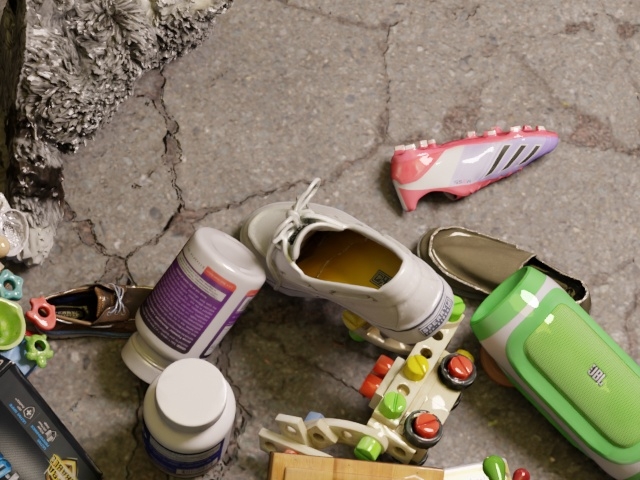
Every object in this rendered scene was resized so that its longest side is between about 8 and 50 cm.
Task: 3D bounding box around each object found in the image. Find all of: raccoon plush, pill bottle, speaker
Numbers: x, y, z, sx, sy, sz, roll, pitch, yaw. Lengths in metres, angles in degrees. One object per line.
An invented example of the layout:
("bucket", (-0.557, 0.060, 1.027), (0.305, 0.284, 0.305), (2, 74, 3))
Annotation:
("raccoon plush", (-0.276, -0.187, 2.014), (0.299, 0.216, 0.446), (3, 96, -22))
("pill bottle", (-0.163, 0.088, 1.861), (0.108, 0.108, 0.193), (41, 107, 10))
("pill bottle", (-0.160, 0.211, 1.804), (0.112, 0.187, 0.112), (3, 66, -7))
("speaker", (0.329, 0.173, 1.892), (0.296, 0.131, 0.131), (45, 68, -3))

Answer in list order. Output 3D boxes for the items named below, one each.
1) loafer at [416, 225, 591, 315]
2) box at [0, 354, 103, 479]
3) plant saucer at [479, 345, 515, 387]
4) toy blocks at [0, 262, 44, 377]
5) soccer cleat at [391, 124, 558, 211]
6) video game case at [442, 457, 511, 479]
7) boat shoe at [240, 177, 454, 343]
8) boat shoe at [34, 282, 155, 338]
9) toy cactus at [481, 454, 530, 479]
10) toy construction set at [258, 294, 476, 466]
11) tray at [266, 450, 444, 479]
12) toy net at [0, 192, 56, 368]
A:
("loafer", (0.252, 0.038, 1.991), (0.251, 0.087, 0.094), (20, 65, 1))
("box", (-0.377, 0.265, 1.748), (0.051, 0.220, 0.175), (17, 56, 46))
("plant saucer", (0.254, 0.154, 1.981), (0.083, 0.013, 0.083), (3, 67, -6))
("toy blocks", (-0.492, 0.100, 1.830), (0.381, 0.191, 0.261), (42, 58, 0))
("soccer cleat", (0.215, -0.104, 2.064), (0.248, 0.083, 0.095), (-10, 98, -17))
("video game case", (0.148, 0.390, 1.857), (0.227, 0.026, 0.206), (-9, 68, -10))
("boat shoe", (-0.004, 0.007, 1.838), (0.136, 0.156, 0.367), (-51, 41, -8))
("boat shoe", (-0.275, 0.089, 1.909), (0.183, 0.066, 0.066), (-10, 68, -12))
("toy cactus", (0.228, 0.366, 1.774), (0.112, 0.180, 0.219), (21, 69, -20))
("toy construction set", (0.071, 0.169, 1.873), (0.215, 0.151, 0.328), (31, 66, 6))
("tray", (0.021, 0.459, 1.719), (0.203, 0.076, 0.411), (6, 84, -5))
("toy net", (-0.374, 0.038, 1.819), (0.122, 0.045, 0.232), (12, 58, -32))
